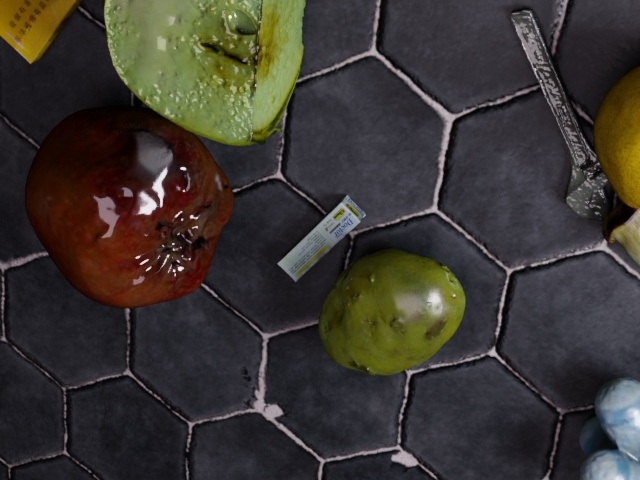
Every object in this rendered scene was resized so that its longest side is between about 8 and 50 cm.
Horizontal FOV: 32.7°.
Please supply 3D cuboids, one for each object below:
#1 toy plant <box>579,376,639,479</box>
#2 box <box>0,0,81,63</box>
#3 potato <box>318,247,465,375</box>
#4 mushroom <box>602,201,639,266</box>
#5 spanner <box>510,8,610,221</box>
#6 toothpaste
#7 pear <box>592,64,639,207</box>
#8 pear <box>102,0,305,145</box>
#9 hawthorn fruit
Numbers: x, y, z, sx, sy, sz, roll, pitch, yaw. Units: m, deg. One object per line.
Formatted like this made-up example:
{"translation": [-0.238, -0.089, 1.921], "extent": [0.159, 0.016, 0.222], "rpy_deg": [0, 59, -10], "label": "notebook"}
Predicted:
{"translation": [0.502, 0.347, 1.598], "extent": [0.247, 0.247, 0.332], "rpy_deg": [-22, 99, 27], "label": "toy plant"}
{"translation": [-0.499, -0.417, 1.667], "extent": [0.269, 0.043, 0.152], "rpy_deg": [44, 120, -5], "label": "box"}
{"translation": [0.104, 0.108, 1.652], "extent": [0.253, 0.148, 0.186], "rpy_deg": [-22, 90, 35], "label": "potato"}
{"translation": [0.543, 0.043, 1.502], "extent": [0.333, 0.087, 0.107], "rpy_deg": [31, 135, -2], "label": "mushroom"}
{"translation": [0.336, -0.171, 1.508], "extent": [0.093, 0.026, 0.325], "rpy_deg": [-20, 105, 27], "label": "spanner"}
{"translation": [0.000, 0.000, 1.698], "extent": [0.046, 0.034, 0.164], "rpy_deg": [44, 120, -4], "label": "toothpaste"}
{"translation": [0.452, -0.126, 1.387], "extent": [0.209, 0.209, 0.209], "rpy_deg": [8, 116, 16], "label": "pear"}
{"translation": [-0.170, -0.302, 1.538], "extent": [0.281, 0.176, 0.286], "rpy_deg": [12, 113, 15], "label": "pear"}
{"translation": [-0.291, -0.063, 1.640], "extent": [0.308, 0.325, 0.308], "rpy_deg": [-16, 136, -16], "label": "hawthorn fruit"}
